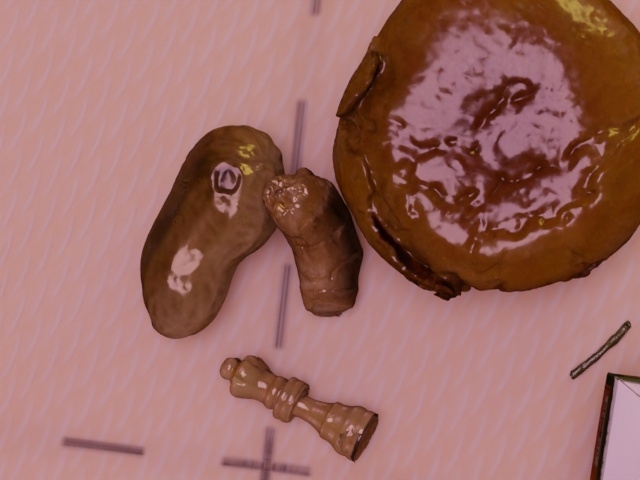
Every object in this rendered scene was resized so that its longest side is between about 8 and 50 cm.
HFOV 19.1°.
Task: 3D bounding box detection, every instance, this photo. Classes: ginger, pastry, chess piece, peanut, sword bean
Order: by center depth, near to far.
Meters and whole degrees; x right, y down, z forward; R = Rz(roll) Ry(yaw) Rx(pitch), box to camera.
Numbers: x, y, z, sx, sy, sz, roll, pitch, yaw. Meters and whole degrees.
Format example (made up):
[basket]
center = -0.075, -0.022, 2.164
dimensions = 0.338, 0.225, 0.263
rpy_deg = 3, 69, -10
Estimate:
[pastry]
center = 0.178, -0.112, 1.904
dimensions = 0.356, 0.164, 0.356
rpy_deg = -1, 84, 8
[ginger]
center = -0.002, 0.001, 1.944
dimensions = 0.095, 0.190, 0.069
rpy_deg = -41, 39, -20
[sword bean]
center = 0.288, 0.113, 1.950
dimensions = 0.083, 0.012, 0.012
rpy_deg = -42, 82, 3
[peanut]
center = -0.113, -0.007, 1.968
dimensions = 0.120, 0.110, 0.236
rpy_deg = 24, 92, 0
[chess piece]
center = -0.027, 0.167, 1.972
dimensions = 0.172, 0.060, 0.060
rpy_deg = 27, 91, 13

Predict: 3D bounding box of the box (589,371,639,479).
[box]
center = 0.355, 0.238, 1.863
dimensions = 0.177, 0.148, 0.195
rpy_deg = 9, 88, 5
